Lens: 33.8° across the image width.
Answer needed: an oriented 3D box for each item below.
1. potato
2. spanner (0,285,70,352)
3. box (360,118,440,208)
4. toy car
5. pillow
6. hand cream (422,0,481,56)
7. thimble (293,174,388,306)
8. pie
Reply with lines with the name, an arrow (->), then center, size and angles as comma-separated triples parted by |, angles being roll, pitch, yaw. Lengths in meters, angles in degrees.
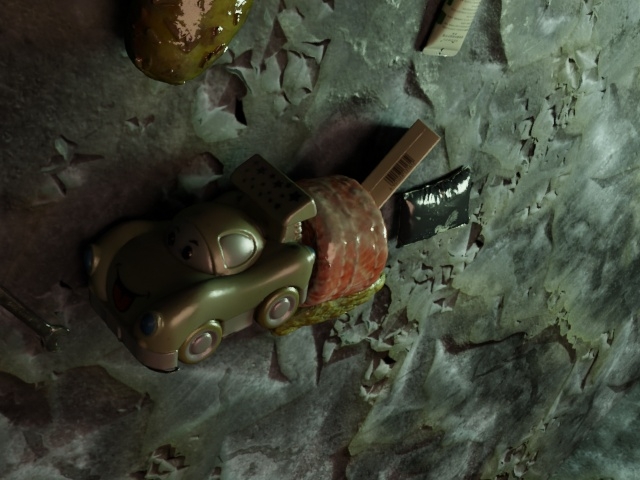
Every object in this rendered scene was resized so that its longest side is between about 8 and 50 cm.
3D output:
potato -> -0.172, -0.358, 1.475 | 0.176, 0.141, 0.298 | 0, 122, -57
spanner -> -0.476, 0.110, 1.666 | 0.054, 0.015, 0.254 | -46, 143, -9
box -> 0.135, -0.129, 1.985 | 0.201, 0.058, 0.141 | -50, 179, 0
toy car -> -0.187, 0.028, 1.701 | 0.336, 0.242, 0.226 | -21, 136, -34
pillow -> 0.240, -0.065, 2.205 | 0.208, 0.055, 0.141 | -22, 126, -32
hand cream -> 0.268, -0.457, 1.905 | 0.095, 0.059, 0.276 | -4, 129, -40
thimble -> 0.000, 0.000, 1.878 | 0.162, 0.239, 0.239 | -16, 131, -33
pie -> 0.013, 0.106, 2.061 | 0.248, 0.090, 0.201 | -20, 168, -29
